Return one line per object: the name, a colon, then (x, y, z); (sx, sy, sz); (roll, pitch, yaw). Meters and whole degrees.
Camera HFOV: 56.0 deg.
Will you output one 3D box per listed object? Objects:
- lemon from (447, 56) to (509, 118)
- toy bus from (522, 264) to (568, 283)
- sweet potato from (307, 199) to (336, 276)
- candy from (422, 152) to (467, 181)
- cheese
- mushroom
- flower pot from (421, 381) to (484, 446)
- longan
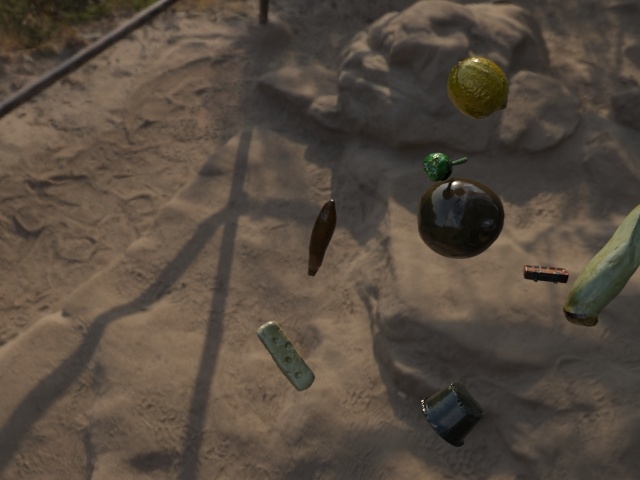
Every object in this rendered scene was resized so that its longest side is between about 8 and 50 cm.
lemon: (0.487, -0.473, 1.868); (0.193, 0.180, 0.181); (19, 40, -38)
toy bus: (0.589, 0.087, 1.576); (0.110, 0.031, 0.043); (6, 30, 5)
sweet potato: (-0.001, 0.000, 1.527); (0.057, 0.265, 0.057); (11, 40, -9)
candy: (0.434, -0.258, 2.026); (0.097, 0.097, 0.323); (36, 28, 21)
cheese: (-0.086, 0.289, 1.500); (0.064, 0.043, 0.194); (-37, 91, -6)
mushroom: (0.652, 0.048, 1.327); (0.087, 0.107, 0.333); (36, 95, -6)
flower pot: (0.362, 0.457, 1.620); (0.157, 0.107, 0.157); (36, 19, -14)
longan: (0.478, -0.075, 2.067); (0.296, 0.297, 0.298); (4, 50, -5)
